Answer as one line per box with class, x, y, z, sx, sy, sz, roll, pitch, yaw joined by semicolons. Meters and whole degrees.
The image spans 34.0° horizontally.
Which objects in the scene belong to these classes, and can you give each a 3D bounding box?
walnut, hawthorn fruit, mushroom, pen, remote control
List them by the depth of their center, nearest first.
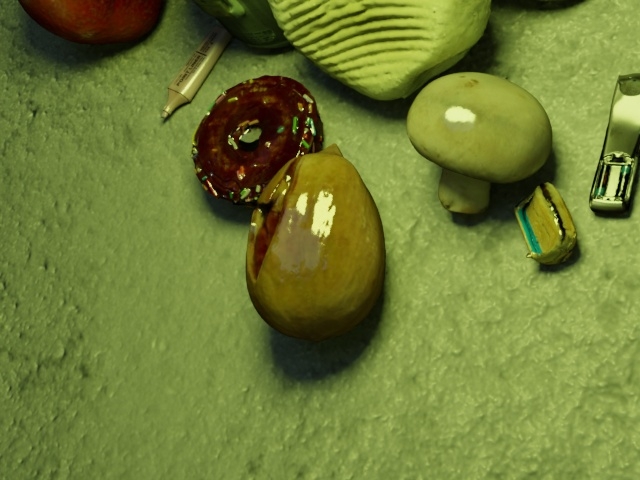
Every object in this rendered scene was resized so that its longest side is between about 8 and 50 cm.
remote control;0.410;-0.133;1.419;0.059;0.028;0.212;5;69;33
mushroom;0.213;-0.130;1.455;0.204;0.204;0.204;-13;60;24
walnut;0.000;0.000;1.494;0.203;0.203;0.298;-1;64;29
pen;-0.227;-0.298;1.867;0.053;0.032;0.197;26;79;36
hawthorn fruit;-0.432;-0.496;1.939;0.311;0.295;0.295;-25;54;37

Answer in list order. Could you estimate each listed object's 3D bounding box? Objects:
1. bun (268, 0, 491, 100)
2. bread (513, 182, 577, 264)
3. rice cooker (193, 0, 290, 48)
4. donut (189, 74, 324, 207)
bun;0.099;-0.394;1.553;0.349;0.352;0.227;-1;33;40
bread;0.307;-0.021;1.410;0.072;0.053;0.106;-42;46;34
rice cooker;-0.108;-0.488;1.742;0.288;0.277;0.288;-13;61;25
donut;-0.096;-0.153;1.682;0.235;0.089;0.235;-13;60;23
